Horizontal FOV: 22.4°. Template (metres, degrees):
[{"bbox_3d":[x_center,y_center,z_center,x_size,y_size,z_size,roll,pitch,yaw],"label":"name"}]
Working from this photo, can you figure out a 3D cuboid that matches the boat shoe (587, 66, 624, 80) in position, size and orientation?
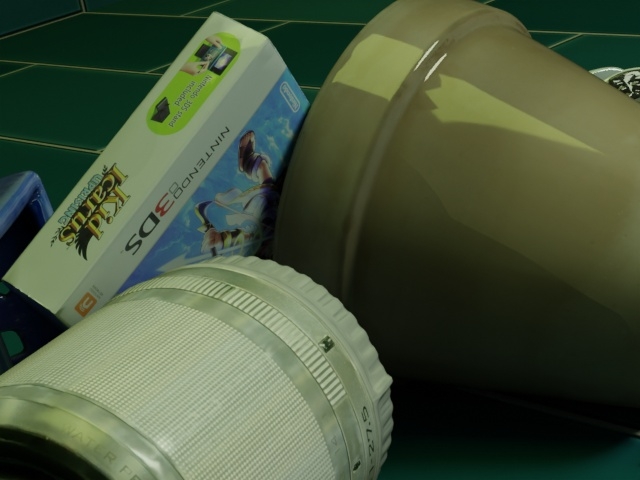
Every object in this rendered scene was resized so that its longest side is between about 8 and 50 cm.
[{"bbox_3d":[0.265,-0.166,1.954,0.228,0.080,0.076,-14,1,-2],"label":"boat shoe"}]

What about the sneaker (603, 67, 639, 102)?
[{"bbox_3d":[0.210,-0.032,1.543,0.330,0.130,0.147,-29,-18,-11],"label":"sneaker"}]

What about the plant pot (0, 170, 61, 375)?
[{"bbox_3d":[-0.300,0.104,1.241,0.212,0.236,0.236,-14,19,8],"label":"plant pot"}]

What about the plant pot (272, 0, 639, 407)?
[{"bbox_3d":[0.168,-0.007,1.250,0.280,0.323,0.323,20,32,27],"label":"plant pot"}]

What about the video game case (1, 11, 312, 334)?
[{"bbox_3d":[-0.082,0.004,1.209,0.061,0.269,0.244,30,77,32],"label":"video game case"}]

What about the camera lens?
[{"bbox_3d":[-0.102,0.149,1.001,0.219,0.219,0.274,0,22,30],"label":"camera lens"}]
